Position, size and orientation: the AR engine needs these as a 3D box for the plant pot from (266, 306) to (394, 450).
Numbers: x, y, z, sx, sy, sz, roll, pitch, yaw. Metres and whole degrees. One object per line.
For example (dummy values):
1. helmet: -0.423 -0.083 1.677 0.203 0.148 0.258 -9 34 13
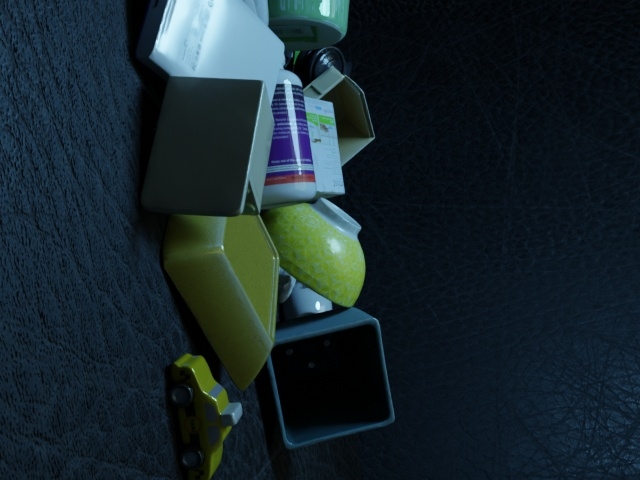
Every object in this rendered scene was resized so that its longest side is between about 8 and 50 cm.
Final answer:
1. plant pot: -0.003 0.274 2.004 0.252 0.247 0.247 -132 -149 -73

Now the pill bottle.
1. pill bottle: -0.115 -0.230 1.867 0.181 0.182 0.322 5 77 -82

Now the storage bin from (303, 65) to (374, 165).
1. storage bin: -0.007 -0.286 2.374 0.123 0.262 0.260 46 -8 23

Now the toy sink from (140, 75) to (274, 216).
1. toy sink: -0.166 -0.117 1.380 0.131 0.153 0.234 79 15 -63

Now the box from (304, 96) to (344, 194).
1. box: -0.066 -0.211 2.096 0.262 0.127 0.231 -4 85 -60

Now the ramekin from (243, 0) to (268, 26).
1. ramekin: -0.189 -0.518 1.825 0.273 0.127 0.272 -8 90 -83

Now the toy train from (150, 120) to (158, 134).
1. toy train: -0.246 -0.181 1.424 0.083 0.024 0.017 -70 151 -74

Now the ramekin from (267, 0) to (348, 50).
1. ramekin: -0.073 -0.557 2.148 0.303 0.304 0.148 33 57 -80

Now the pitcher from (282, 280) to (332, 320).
1. pitcher: -0.036 0.126 2.285 0.207 0.126 0.177 -99 -170 -54

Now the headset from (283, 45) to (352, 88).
1. headset: -0.066 -0.445 2.418 0.394 0.243 0.185 -31 133 -66

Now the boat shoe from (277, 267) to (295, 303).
1. boat shoe: -0.087 0.093 2.215 0.184 0.066 0.063 -88 -178 -65

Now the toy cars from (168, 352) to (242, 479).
1. toy cars: -0.159 0.343 1.275 0.176 0.087 0.393 72 13 -52

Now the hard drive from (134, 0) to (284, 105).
1. hard drive: -0.174 -0.317 1.508 0.319 0.040 0.210 36 61 -56

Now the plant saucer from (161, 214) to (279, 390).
1. plant saucer: -0.150 0.031 1.557 0.332 0.081 0.332 -89 162 -49

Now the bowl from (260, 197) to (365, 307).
1. bowl: 0.000 0.000 2.001 0.289 0.156 0.289 36 7 -6
